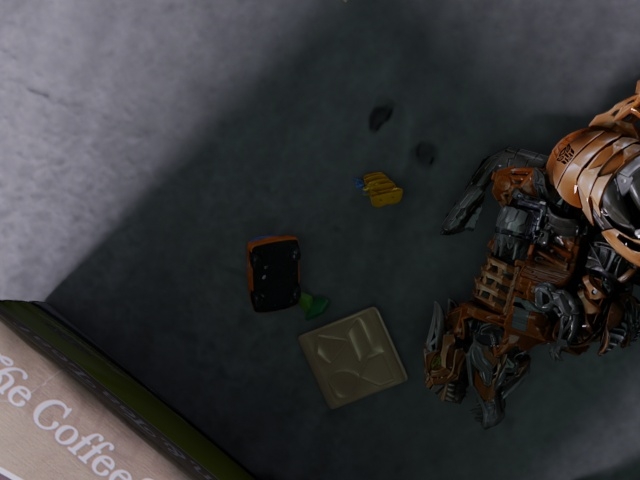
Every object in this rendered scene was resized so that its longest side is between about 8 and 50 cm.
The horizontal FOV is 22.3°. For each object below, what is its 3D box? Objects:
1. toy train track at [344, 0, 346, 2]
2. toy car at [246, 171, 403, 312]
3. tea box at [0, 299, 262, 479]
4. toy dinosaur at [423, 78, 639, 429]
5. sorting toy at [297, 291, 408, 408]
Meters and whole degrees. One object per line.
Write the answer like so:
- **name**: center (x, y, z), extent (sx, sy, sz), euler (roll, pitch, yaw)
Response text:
- **toy train track**: center (0.013, -0.189, 1.065), extent (0.083, 0.014, 0.048), euler (39, 101, 0)
- **toy car**: center (0.000, 0.000, 1.092), extent (0.122, 0.040, 0.060), euler (-25, 127, -5)
- **tea box**: center (-0.126, 0.217, 0.969), extent (0.329, 0.323, 0.220), euler (40, 85, 0)
- **toy dinosaur**: center (0.199, -0.005, 1.012), extent (0.218, 0.164, 0.322), euler (40, 123, 15)
- **sorting toy**: center (0.017, 0.068, 1.105), extent (0.062, 0.012, 0.083), euler (-22, 99, 14)
